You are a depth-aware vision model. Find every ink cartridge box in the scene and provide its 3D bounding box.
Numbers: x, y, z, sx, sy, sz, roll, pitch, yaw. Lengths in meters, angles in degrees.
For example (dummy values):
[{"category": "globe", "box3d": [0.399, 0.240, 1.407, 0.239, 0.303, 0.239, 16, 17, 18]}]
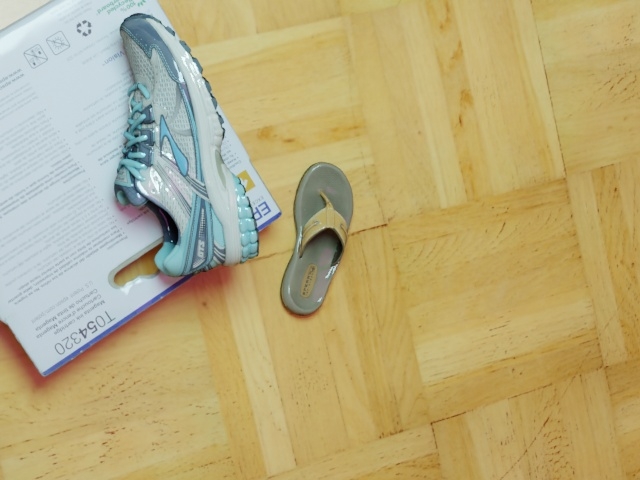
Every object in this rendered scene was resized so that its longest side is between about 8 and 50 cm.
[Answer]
[{"category": "ink cartridge box", "box3d": [-0.258, -0.080, 1.387, 0.324, 0.071, 0.330, -34, 106, -16]}]

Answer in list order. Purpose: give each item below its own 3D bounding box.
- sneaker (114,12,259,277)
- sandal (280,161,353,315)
[{"category": "sneaker", "box3d": [-0.160, -0.092, 1.333, 0.122, 0.110, 0.283, -23, 101, -16]}, {"category": "sandal", "box3d": [0.000, 0.000, 1.492, 0.072, 0.049, 0.180, 14, 87, -20]}]
